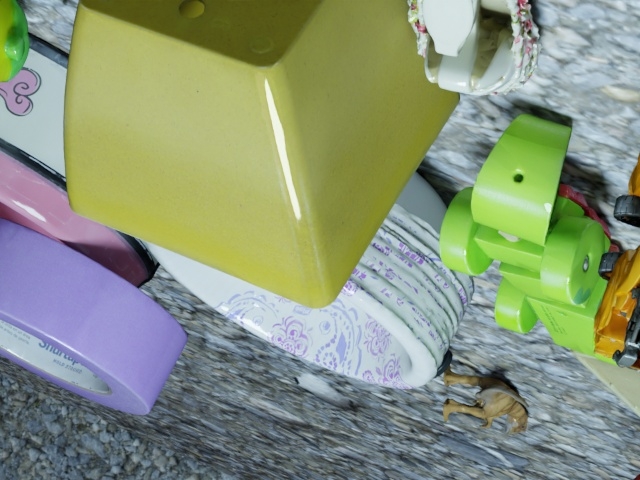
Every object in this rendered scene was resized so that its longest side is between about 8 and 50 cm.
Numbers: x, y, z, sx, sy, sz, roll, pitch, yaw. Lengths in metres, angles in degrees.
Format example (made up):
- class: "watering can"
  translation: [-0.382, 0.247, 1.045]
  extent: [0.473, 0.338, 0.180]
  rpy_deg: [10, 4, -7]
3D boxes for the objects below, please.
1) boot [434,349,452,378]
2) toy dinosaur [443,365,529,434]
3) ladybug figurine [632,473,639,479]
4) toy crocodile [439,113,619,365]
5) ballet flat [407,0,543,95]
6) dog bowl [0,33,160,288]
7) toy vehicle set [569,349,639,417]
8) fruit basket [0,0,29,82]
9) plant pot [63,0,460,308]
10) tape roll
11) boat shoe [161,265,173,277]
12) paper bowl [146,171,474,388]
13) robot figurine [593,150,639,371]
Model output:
- class: "boot"
  translation: [0.079, 0.111, 1.725]
  extent: [0.099, 0.045, 0.121]
  rpy_deg: [41, 159, -29]
- class: "toy dinosaur"
  translation: [0.193, 0.173, 1.727]
  extent: [0.112, 0.064, 0.211]
  rpy_deg: [3, 165, 15]
- class: "ladybug figurine"
  translation: [0.463, 0.340, 1.551]
  extent: [0.305, 0.162, 0.449]
  rpy_deg: [-6, 138, 46]
- class: "toy crocodile"
  translation: [0.188, 0.014, 1.208]
  extent: [0.115, 0.105, 0.340]
  rpy_deg: [17, 164, 31]
- class: "ballet flat"
  translation: [0.085, -0.137, 0.933]
  extent: [0.091, 0.077, 0.241]
  rpy_deg: [11, 159, 17]
- class: "dog bowl"
  translation: [-0.322, -0.075, 1.615]
  extent: [0.408, 0.150, 0.408]
  rpy_deg: [25, 162, 9]
- class: "toy vehicle set"
  translation: [0.374, 0.143, 1.376]
  extent: [0.267, 0.035, 0.166]
  rpy_deg: [7, 154, 48]
- class: "fruit basket"
  translation: [-0.456, -0.214, 1.346]
  extent: [0.392, 0.392, 0.283]
  rpy_deg: [78, 171, -68]
- class: "plant pot"
  translation: [-0.048, -0.119, 1.014]
  extent: [0.212, 0.212, 0.187]
  rpy_deg: [21, 149, 21]
- class: "tape roll"
  translation: [-0.278, 0.077, 1.584]
  extent: [0.275, 0.090, 0.275]
  rpy_deg: [25, 164, 8]
- class: "boat shoe"
  translation: [-0.130, 0.050, 1.837]
  extent: [0.152, 0.056, 0.049]
  rpy_deg: [30, 158, -8]
- class: "paper bowl"
  translation: [0.000, 0.000, 1.344]
  extent: [0.284, 0.148, 0.284]
  rpy_deg: [26, 163, 8]
- class: "robot figurine"
  translation: [0.226, -0.012, 0.905]
  extent: [0.085, 0.211, 0.291]
  rpy_deg: [15, 169, 3]
